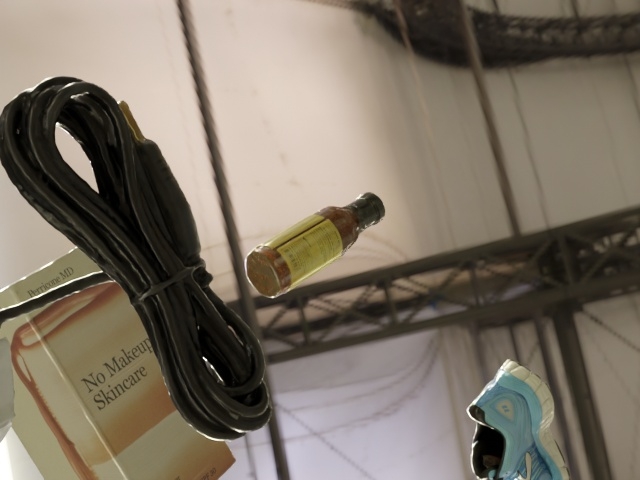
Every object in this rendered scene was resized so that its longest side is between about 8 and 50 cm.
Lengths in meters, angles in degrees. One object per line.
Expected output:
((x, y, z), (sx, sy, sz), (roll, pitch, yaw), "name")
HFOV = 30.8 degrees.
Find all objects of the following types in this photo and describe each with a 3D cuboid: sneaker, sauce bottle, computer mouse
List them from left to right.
((-0.114, 0.037, 0.286), (0.193, 0.042, 0.106), (-25, -79, -13), "computer mouse")
((0.000, 0.000, 0.878), (0.128, 0.042, 0.042), (-29, -80, -37), "sauce bottle")
((0.148, 0.172, 0.928), (0.073, 0.063, 0.162), (-32, -57, -21), "sneaker")

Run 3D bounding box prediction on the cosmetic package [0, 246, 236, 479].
((-0.240, 0.163, 1.242), (0.296, 0.129, 0.153), (59, -142, -7), "cosmetic package")
